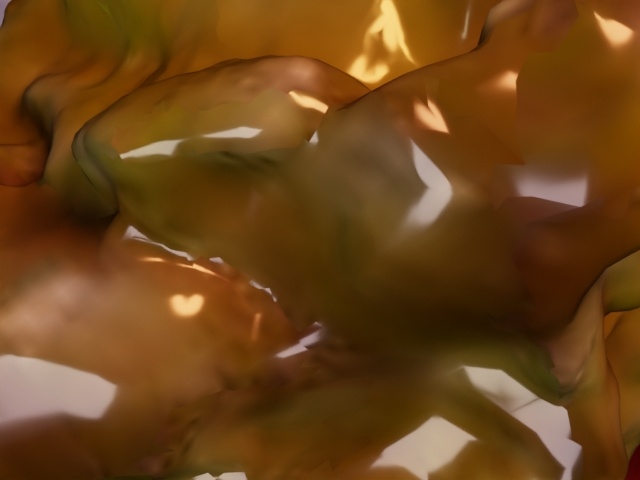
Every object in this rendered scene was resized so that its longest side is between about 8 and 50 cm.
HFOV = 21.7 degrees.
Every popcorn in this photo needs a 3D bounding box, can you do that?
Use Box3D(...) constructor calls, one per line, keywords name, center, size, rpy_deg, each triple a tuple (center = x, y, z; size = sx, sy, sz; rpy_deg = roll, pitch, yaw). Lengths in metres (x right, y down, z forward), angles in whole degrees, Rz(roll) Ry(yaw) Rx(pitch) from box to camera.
Box3D(name="popcorn", center=(0.000, 0.000, 0.417), size=(0.206, 0.237, 0.251), rpy_deg=(51, 168, -3))

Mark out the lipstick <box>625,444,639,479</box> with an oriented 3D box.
Box3D(name="lipstick", center=(0.091, 0.085, 0.551), size=(0.241, 0.080, 0.080), rpy_deg=(10, 132, 22))
